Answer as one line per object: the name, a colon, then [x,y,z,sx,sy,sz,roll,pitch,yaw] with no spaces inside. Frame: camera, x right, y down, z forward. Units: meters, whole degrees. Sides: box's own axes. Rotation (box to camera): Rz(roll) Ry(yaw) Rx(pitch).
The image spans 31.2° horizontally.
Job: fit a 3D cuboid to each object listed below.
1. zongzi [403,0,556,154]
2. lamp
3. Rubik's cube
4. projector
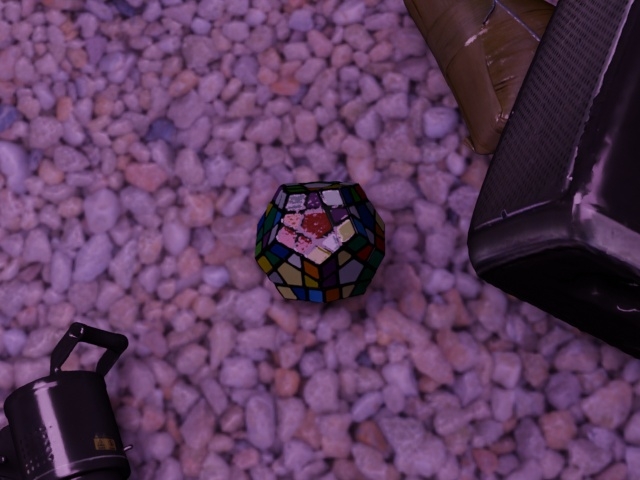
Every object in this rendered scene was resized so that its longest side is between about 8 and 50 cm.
zongzi: [0.233,-0.220,1.181,0.256,0.115,0.228,-20,70,-11]
lamp: [-0.235,0.217,1.064,0.172,0.147,0.227,-31,64,17]
Rubik's cube: [0.000,0.000,1.119,0.112,0.133,0.133,-29,72,21]
projector: [0.385,-0.085,1.018,0.395,0.242,0.405,26,75,-10]
